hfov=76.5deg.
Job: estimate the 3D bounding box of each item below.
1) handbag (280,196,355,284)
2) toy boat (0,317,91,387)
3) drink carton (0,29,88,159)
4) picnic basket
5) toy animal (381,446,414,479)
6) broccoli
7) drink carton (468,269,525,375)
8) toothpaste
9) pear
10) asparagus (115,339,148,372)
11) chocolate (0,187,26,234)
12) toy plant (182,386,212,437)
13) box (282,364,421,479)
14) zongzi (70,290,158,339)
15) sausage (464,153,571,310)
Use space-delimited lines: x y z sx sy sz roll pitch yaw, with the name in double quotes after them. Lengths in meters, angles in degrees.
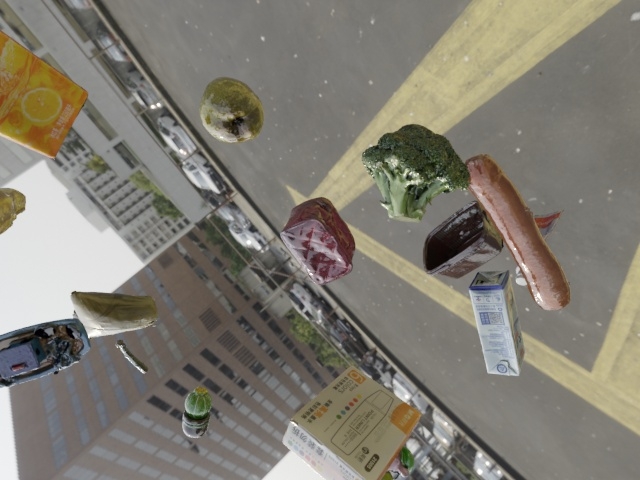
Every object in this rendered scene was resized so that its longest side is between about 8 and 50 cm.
0.000 0.000 1.118 0.225 0.147 0.135 55 -153 -25 "handbag"
-0.525 0.206 0.711 0.097 0.223 0.100 -160 52 -74 "toy boat"
-0.349 -0.169 0.392 0.071 0.096 0.223 24 175 12 "drink carton"
0.513 0.014 1.462 0.129 0.222 0.297 27 136 -19 "picnic basket"
0.129 0.563 0.968 0.100 0.208 0.103 18 110 48 "toy animal"
0.129 -0.097 0.573 0.146 0.137 0.162 8 178 1 "broccoli"
0.569 0.263 1.303 0.107 0.131 0.314 -6 107 38 "drink carton"
0.587 0.012 1.103 0.048 0.301 0.075 38 145 5 "toothpaste"
-0.229 -0.333 1.050 0.167 0.167 0.136 63 -175 -46 "pear"
-0.380 0.235 0.819 0.015 0.018 0.127 34 150 31 "asparagus"
-0.848 -0.061 1.005 0.162 0.162 0.445 53 176 -20 "chocolate"
-0.422 0.584 1.396 0.093 0.162 0.093 10 -173 -1 "toy plant"
0.080 0.433 0.941 0.221 0.274 0.091 29 116 25 "box"
-0.510 0.164 1.010 0.099 0.195 0.197 65 149 29 "zongzi"
0.465 -0.020 0.959 0.418 0.094 0.094 57 -163 -4 "sausage"
